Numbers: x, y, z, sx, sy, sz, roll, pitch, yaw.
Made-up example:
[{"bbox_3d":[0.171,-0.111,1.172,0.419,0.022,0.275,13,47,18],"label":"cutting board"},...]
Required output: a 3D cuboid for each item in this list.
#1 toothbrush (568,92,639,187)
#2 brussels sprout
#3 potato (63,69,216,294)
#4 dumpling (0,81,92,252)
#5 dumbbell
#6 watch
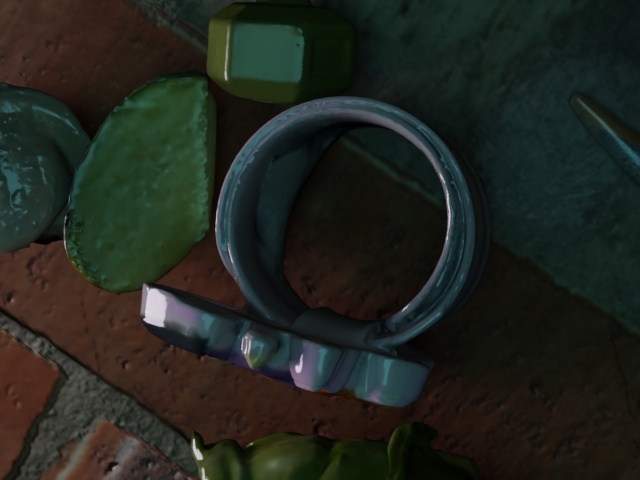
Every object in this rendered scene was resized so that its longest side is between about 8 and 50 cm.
[{"bbox_3d":[0.327,0.021,1.172,0.375,0.037,0.028,47,125,4],"label":"toothbrush"},{"bbox_3d":[0.014,0.256,1.178,0.259,0.227,0.294,8,138,7],"label":"brussels sprout"},{"bbox_3d":[-0.144,-0.053,1.255,0.119,0.054,0.198,14,102,-8],"label":"potato"},{"bbox_3d":[-0.274,-0.064,1.263,0.176,0.092,0.150,24,100,3],"label":"dumpling"},{"bbox_3d":[-0.024,-0.258,1.168,0.108,0.121,0.302,12,104,41],"label":"dumbbell"},{"bbox_3d":[0.000,0.000,1.169,0.244,0.196,0.231,15,95,14],"label":"watch"}]
